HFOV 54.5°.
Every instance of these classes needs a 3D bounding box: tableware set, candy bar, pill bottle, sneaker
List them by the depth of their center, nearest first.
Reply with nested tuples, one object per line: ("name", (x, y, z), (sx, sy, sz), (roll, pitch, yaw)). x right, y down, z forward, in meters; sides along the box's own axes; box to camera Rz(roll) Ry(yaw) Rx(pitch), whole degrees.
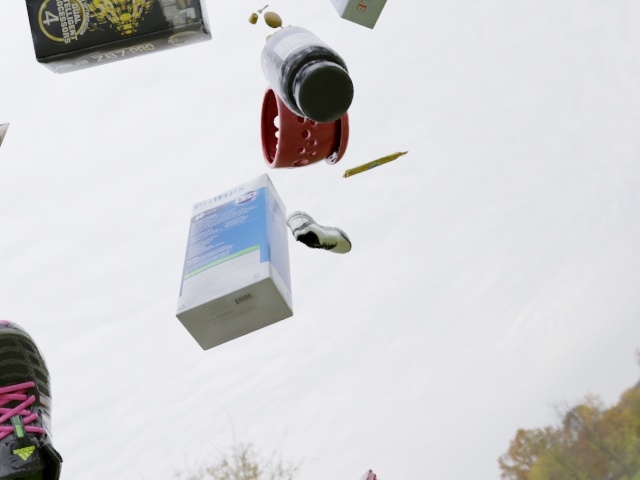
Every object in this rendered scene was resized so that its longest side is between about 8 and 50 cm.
("sneaker", (-0.228, 0.145, 0.467), (0.063, 0.075, 0.170), (-6, -84, -34))
("sneaker", (0.000, 0.000, 0.838), (0.109, 0.043, 0.040), (22, -57, -34))
("pill bottle", (-0.022, -0.282, 1.061), (0.123, 0.219, 0.122), (-9, -57, -14))
("candy bar", (0.117, -0.167, 1.358), (0.161, 0.018, 0.040), (-22, 2, -17))
("tableware set", (-0.101, -0.474, 1.442), (0.104, 0.154, 0.024), (-51, 4, -38))

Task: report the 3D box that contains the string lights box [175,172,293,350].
("string lights box", (-0.117, 0.018, 0.876), (0.133, 0.259, 0.076), (-22, -56, 10))

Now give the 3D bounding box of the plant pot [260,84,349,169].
("plant pot", (-0.035, -0.258, 1.402), (0.174, 0.191, 0.191), (-4, -44, -17))

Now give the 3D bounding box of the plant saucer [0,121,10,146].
("plant saucer", (-0.256, -0.053, 0.466), (0.015, 0.083, 0.083), (23, -68, -27))

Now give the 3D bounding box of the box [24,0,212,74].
("box", (-0.395, -0.538, 1.153), (0.318, 0.394, 0.097), (-11, -2, 1))

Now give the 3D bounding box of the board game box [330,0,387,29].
("board game box", (0.080, -0.549, 0.965), (0.066, 0.318, 0.318), (9, -51, -27))

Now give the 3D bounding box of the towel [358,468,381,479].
("towel", (-0.049, 0.459, 0.790), (0.329, 0.037, 0.237), (-53, -7, 26))
